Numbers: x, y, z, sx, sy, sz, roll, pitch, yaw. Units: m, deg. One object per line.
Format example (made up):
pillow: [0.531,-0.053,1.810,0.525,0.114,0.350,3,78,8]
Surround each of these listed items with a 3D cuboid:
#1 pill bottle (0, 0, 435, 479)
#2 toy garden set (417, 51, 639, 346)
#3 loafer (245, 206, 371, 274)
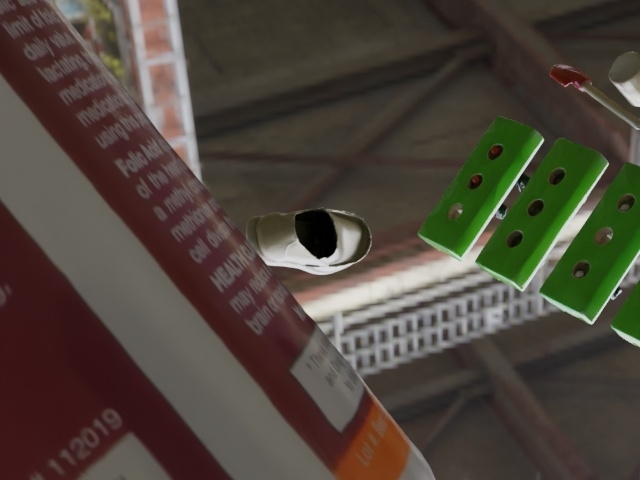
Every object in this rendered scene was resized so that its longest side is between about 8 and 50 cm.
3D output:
pill bottle: [-0.162,0.008,0.527,0.392,0.224,0.224,51,-128,-3]
toy garden set: [0.208,-0.040,1.040,0.204,0.049,0.244,-55,-142,-5]
loafer: [0.000,0.000,1.295,0.050,0.056,0.148,-10,176,39]
